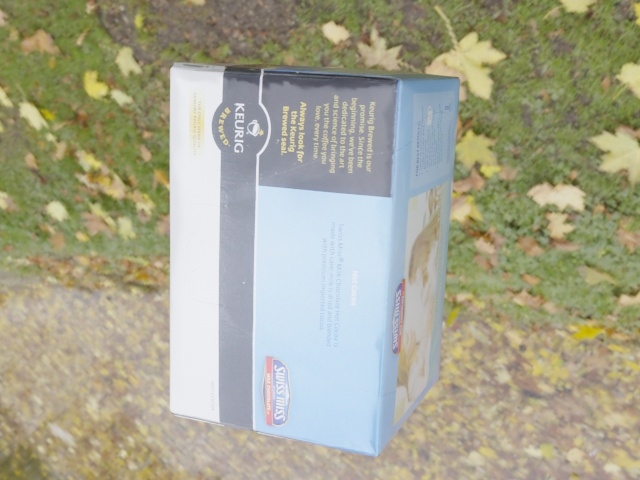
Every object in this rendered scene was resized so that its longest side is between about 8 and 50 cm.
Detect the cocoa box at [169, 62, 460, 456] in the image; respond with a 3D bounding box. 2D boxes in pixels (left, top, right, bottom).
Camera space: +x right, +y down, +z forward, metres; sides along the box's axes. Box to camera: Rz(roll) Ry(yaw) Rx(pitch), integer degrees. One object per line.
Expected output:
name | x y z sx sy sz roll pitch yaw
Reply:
cocoa box | 0.000 0.000 0.845 0.228 0.231 0.347 7 103 21
